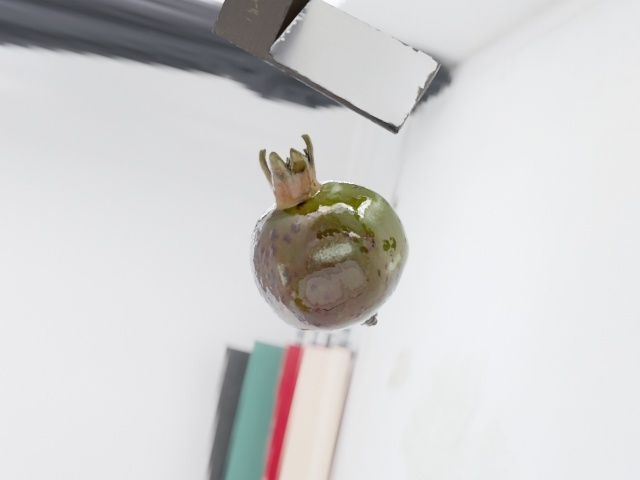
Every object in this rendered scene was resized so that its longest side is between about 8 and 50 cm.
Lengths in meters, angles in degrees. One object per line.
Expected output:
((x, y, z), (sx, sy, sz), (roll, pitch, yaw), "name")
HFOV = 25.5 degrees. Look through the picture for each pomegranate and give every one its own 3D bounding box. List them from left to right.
((0.010, -0.005, 1.696), (0.198, 0.198, 0.246), (-102, -166, -59), "pomegranate")

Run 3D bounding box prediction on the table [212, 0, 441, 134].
((0.052, -0.336, 1.832), (0.196, 0.282, 0.250), (-57, 175, -49), "table")
